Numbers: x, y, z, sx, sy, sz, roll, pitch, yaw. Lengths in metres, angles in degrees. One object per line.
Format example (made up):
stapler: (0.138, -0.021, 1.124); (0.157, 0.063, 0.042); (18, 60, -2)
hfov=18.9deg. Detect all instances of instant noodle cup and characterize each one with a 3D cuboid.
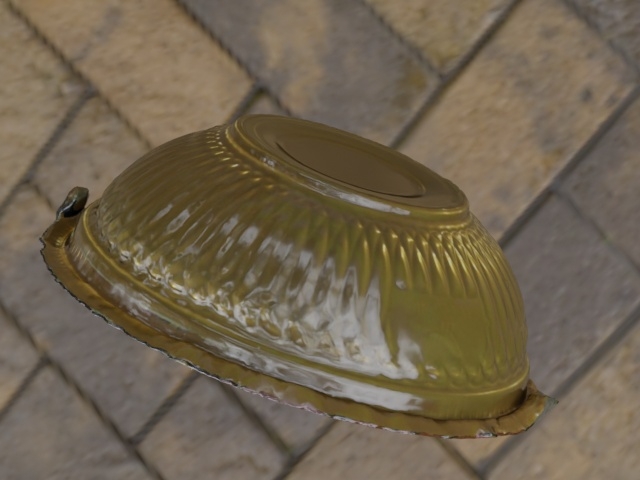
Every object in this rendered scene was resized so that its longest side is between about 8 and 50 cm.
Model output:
instant noodle cup: (0.000, 0.000, 0.962); (0.274, 0.274, 0.091); (24, 106, 19)
